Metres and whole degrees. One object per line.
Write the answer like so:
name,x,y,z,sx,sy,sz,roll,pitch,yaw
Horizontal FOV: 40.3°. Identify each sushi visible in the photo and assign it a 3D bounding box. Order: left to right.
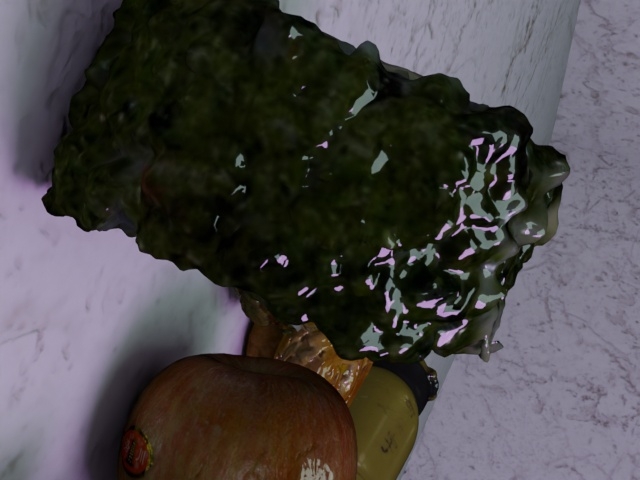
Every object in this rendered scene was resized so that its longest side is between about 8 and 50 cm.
sushi,0.012,-0.041,0.596,0.178,0.294,0.352,-66,164,6

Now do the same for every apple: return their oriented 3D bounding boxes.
apple,-0.070,0.195,0.751,0.211,0.211,0.188,21,81,-73

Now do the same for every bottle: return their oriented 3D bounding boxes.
bottle,0.061,0.283,1.322,0.351,0.171,0.172,-48,153,-52

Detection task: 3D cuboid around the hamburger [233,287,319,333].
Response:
hamburger,0.000,0.000,0.882,0.183,0.130,0.206,90,24,-54

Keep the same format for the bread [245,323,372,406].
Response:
bread,0.000,0.123,1.031,0.236,0.120,0.198,-50,153,-45
